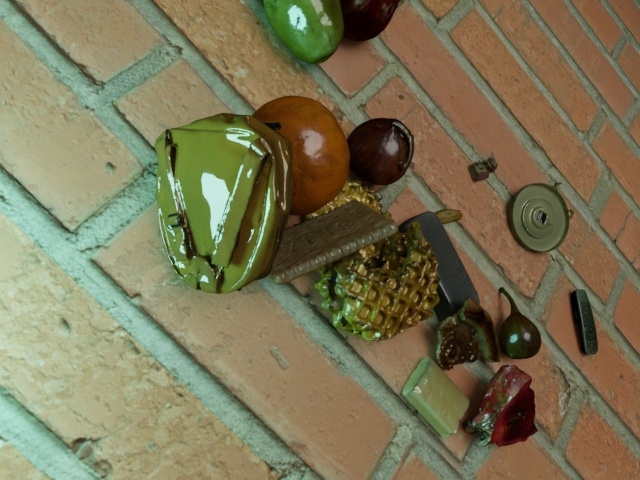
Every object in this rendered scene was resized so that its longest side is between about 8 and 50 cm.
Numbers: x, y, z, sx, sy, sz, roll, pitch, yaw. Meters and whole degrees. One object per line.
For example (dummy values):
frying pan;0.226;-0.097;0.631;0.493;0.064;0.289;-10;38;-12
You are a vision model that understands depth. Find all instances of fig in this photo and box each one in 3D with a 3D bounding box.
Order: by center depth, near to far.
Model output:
fig;0.173;-0.250;1.547;0.205;0.205;0.205;10;70;-28
fig;0.588;0.241;1.696;0.124;0.124;0.236;14;57;-27

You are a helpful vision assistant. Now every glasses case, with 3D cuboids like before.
glasses case;0.339;0.076;1.614;0.131;0.074;0.323;-27;89;-35

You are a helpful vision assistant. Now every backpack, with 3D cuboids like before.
backpack;-0.206;-0.080;1.194;0.201;0.353;0.378;-1;106;-54

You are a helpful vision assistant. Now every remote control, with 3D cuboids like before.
remote control;0.894;0.276;1.905;0.072;0.042;0.222;3;74;-30

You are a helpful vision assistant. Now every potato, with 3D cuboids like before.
potato;-0.049;-0.634;1.529;0.216;0.216;0.304;-17;92;-34

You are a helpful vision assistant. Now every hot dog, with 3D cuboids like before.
hot dog;0.380;-0.074;1.715;0.137;0.028;0.044;-13;107;-31

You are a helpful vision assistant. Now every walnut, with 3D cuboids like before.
walnut;0.130;-0.724;1.630;0.221;0.269;0.244;8;74;-26

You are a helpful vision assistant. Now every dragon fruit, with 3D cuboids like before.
dragon fruit;0.479;0.463;1.539;0.211;0.134;0.262;-32;129;-21

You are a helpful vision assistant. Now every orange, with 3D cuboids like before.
orange;-0.059;-0.200;1.337;0.226;0.284;0.284;-23;87;-30

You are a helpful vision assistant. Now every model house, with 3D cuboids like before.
model house;0.537;-0.232;1.845;0.083;0.057;0.058;-14;77;-35

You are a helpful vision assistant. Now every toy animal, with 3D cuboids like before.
toy animal;0.791;-0.129;1.957;0.181;0.073;0.136;-6;80;-32

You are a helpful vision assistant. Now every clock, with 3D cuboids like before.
clock;0.738;-0.077;1.891;0.235;0.029;0.235;1;87;-19

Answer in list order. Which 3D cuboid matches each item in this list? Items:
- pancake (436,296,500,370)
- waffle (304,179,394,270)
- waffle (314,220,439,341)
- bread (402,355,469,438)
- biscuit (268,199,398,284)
pancake;0.422;0.258;1.563;0.257;0.056;0.212;-1;106;-35
waffle;0.089;-0.037;1.507;0.280;0.060;0.262;-27;89;-34
waffle;0.156;0.109;1.414;0.324;0.151;0.261;-18;101;-28
bread;0.311;0.415;1.496;0.178;0.060;0.139;46;57;-11
biscuit;0.000;0.000;1.324;0.325;0.217;0.044;-24;121;-18
